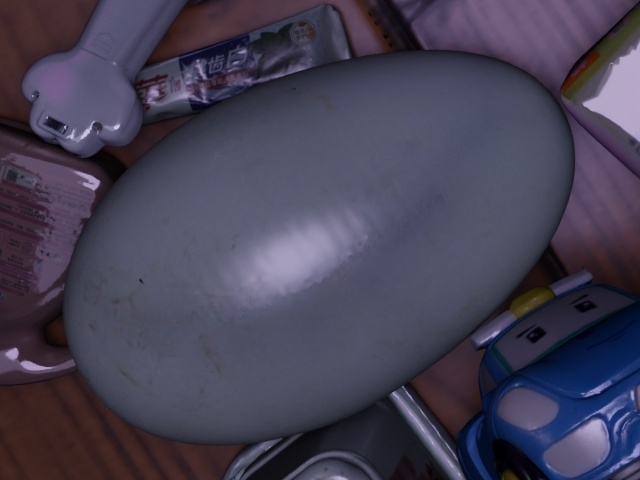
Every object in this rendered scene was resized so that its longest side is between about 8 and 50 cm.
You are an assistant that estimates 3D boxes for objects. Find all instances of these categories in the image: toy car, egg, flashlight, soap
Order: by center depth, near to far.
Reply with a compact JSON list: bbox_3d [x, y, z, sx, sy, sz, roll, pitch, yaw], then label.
[{"bbox_3d":[0.179,0.101,1.148,0.198,0.314,0.166,-30,76,-8],"label":"toy car"},{"bbox_3d":[0.270,-0.121,1.171,0.138,0.182,0.199,45,100,1],"label":"soap"},{"bbox_3d":[0.000,0.000,1.201,0.371,0.230,0.230,-29,93,0],"label":"egg"},{"bbox_3d":[-0.138,-0.152,1.269,0.093,0.047,0.200,26,81,16],"label":"flashlight"}]

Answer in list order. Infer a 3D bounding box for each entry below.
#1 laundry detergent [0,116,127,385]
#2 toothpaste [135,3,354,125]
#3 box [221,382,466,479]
[{"bbox_3d":[-0.218,0.041,1.312,0.171,0.076,0.237,18,100,4],"label":"laundry detergent"},{"bbox_3d":[-0.090,-0.116,1.295,0.233,0.038,0.060,-15,89,8],"label":"toothpaste"},{"bbox_3d":[0.061,0.262,1.248,0.175,0.182,0.312,-39,91,12],"label":"box"}]
